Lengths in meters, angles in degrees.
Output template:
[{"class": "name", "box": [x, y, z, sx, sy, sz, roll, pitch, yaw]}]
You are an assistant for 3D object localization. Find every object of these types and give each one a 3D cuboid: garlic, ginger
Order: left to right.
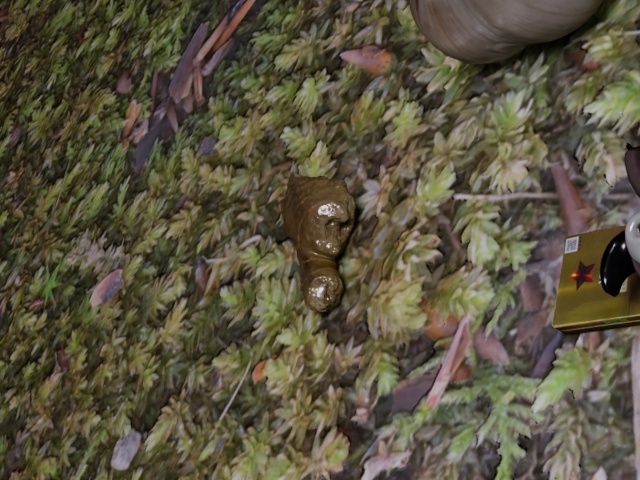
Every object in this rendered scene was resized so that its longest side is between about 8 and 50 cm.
[{"class": "ginger", "box": [0.006, -0.005, 1.531, 0.096, 0.067, 0.165, -37, 55, 31]}, {"class": "garlic", "box": [0.174, -0.331, 1.386, 0.322, 0.241, 0.322, 177, 90, -84]}]

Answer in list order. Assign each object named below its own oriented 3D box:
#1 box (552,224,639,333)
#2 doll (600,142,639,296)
[{"class": "box", "box": [0.263, 0.030, 1.216, 0.133, 0.023, 0.090, -13, 56, 47]}, {"class": "doll", "box": [0.319, -0.047, 1.115, 0.182, 0.117, 0.257, 5, 67, 40]}]
